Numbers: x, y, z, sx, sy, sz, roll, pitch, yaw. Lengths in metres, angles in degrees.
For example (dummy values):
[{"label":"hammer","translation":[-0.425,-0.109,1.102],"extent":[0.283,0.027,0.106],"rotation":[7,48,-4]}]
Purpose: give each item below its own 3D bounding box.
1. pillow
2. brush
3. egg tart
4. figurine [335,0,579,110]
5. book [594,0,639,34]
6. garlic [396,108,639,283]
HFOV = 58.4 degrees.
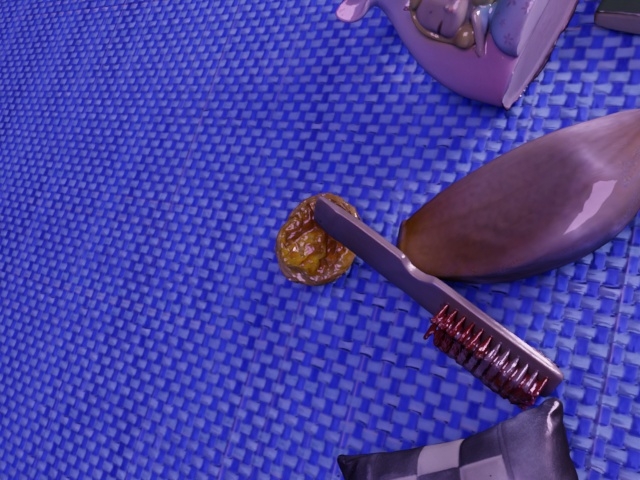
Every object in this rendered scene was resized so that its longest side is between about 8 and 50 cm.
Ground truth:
[{"label":"pillow","translation":[0.139,0.272,0.547],"extent":[0.250,0.106,0.186],"rotation":[-24,62,26]},{"label":"brush","translation":[0.106,0.064,0.622],"extent":[0.321,0.060,0.050],"rotation":[39,64,21]},{"label":"egg tart","translation":[0.000,0.000,0.754],"extent":[0.130,0.052,0.130],"rotation":[-9,70,27]},{"label":"figurine","translation":[0.151,-0.353,0.681],"extent":[0.316,0.284,0.206],"rotation":[31,46,23]},{"label":"book","translation":[0.500,-0.373,0.608],"extent":[0.260,0.043,0.371],"rotation":[26,86,35]},{"label":"garlic","translation":[0.213,-0.026,0.606],"extent":[0.318,0.112,0.143],"rotation":[-22,53,29]}]
